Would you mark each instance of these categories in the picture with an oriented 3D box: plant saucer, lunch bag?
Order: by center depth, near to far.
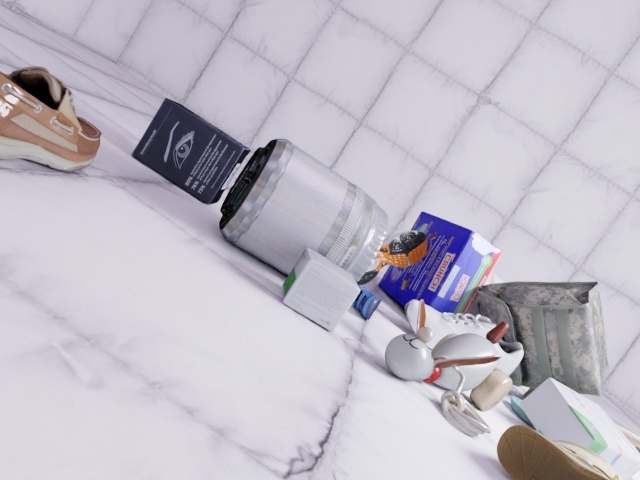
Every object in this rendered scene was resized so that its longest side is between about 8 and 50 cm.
[{"bbox_3d":[0.463,0.387,1.256,0.119,0.021,0.119,33,6,-4],"label":"plant saucer"},{"bbox_3d":[0.519,0.227,1.381,0.287,0.235,0.169,-3,16,36],"label":"lunch bag"}]

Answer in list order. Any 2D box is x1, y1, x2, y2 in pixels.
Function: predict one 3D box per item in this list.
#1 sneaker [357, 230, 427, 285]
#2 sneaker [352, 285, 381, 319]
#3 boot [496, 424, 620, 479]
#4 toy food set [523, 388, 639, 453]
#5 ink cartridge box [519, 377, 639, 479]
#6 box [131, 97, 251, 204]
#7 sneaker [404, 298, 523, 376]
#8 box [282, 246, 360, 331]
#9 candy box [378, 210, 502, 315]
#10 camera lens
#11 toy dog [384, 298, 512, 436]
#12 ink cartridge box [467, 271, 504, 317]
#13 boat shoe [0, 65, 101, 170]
[{"bbox_3d":[0.161,0.028,1.544,0.121,0.262,0.099,31,-44,62],"label":"sneaker"},{"bbox_3d":[0.093,0.129,1.213,0.059,0.053,0.144,35,-1,3],"label":"sneaker"},{"bbox_3d":[0.391,0.367,0.796,0.203,0.095,0.262,29,4,-44],"label":"boot"},{"bbox_3d":[0.644,0.455,1.369,0.306,0.092,0.220,28,-1,15],"label":"toy food set"},{"bbox_3d":[0.526,0.388,1.152,0.212,0.093,0.154,28,22,-31],"label":"ink cartridge box"},{"bbox_3d":[-0.287,-0.199,1.290,0.207,0.153,0.108,34,7,-3],"label":"box"},{"bbox_3d":[0.333,0.215,1.333,0.297,0.129,0.111,31,26,-2],"label":"sneaker"},{"bbox_3d":[-0.001,0.080,0.962,0.102,0.087,0.101,33,7,-10],"label":"box"},{"bbox_3d":[0.320,0.082,1.591,0.122,0.268,0.317,29,4,-18],"label":"candy box"},{"bbox_3d":[-0.038,-0.044,1.097,0.274,0.219,0.219,32,7,-14],"label":"camera lens"},{"bbox_3d":[0.255,0.197,1.029,0.220,0.161,0.333,36,7,19],"label":"toy dog"},{"bbox_3d":[0.516,0.227,1.589,0.283,0.117,0.207,42,25,6],"label":"ink cartridge box"},{"bbox_3d":[-0.393,-0.177,0.807,0.123,0.116,0.324,34,7,0],"label":"boat shoe"}]
